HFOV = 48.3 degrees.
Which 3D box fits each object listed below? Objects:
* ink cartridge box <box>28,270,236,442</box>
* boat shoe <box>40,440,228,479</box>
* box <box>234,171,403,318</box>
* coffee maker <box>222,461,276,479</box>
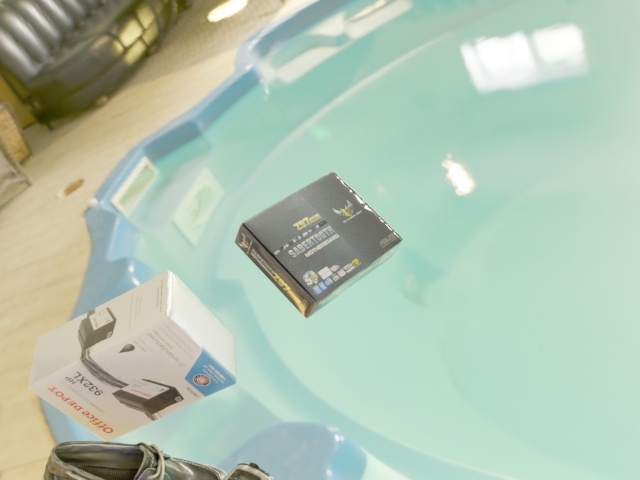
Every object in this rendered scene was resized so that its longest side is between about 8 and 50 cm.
[{"bbox_3d":[-0.345,0.225,1.339,0.307,0.223,0.129,-26,39,13],"label":"ink cartridge box"},{"bbox_3d":[-0.315,0.420,1.257,0.335,0.119,0.121,7,33,-18],"label":"boat shoe"},{"bbox_3d":[0.000,0.000,1.214,0.233,0.059,0.183,-32,70,-37],"label":"box"},{"bbox_3d":[-0.128,0.381,0.858,0.120,0.171,0.178,33,35,27],"label":"coffee maker"}]
